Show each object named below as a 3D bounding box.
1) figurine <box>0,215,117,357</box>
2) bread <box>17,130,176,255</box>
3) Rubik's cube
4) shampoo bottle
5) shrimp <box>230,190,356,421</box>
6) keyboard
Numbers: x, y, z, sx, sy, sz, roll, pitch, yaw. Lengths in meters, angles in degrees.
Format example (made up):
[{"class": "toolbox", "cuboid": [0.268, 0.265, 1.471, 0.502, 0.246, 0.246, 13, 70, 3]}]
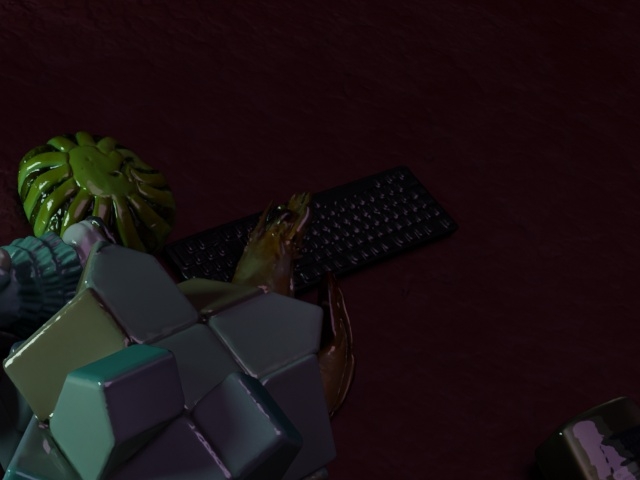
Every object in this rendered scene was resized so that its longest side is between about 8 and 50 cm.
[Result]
[{"class": "figurine", "cuboid": [-0.265, 0.057, 1.024, 0.245, 0.138, 0.110, -23, 80, -45]}, {"class": "bread", "cuboid": [-0.194, -0.040, 1.182, 0.130, 0.071, 0.139, -18, 60, -32]}, {"class": "Rubik's cube", "cuboid": [-0.123, 0.125, 0.964, 0.265, 0.213, 0.224, -15, 60, -34]}, {"class": "shampoo bottle", "cuboid": [0.319, 0.295, 1.130, 0.126, 0.084, 0.350, -15, 60, -38]}, {"class": "shrimp", "cuboid": [-0.021, 0.063, 1.169, 0.133, 0.053, 0.236, 18, 56, -15]}, {"class": "keyboard", "cuboid": [0.000, 0.000, 1.281, 0.310, 0.018, 0.101, -19, 61, -38]}]
